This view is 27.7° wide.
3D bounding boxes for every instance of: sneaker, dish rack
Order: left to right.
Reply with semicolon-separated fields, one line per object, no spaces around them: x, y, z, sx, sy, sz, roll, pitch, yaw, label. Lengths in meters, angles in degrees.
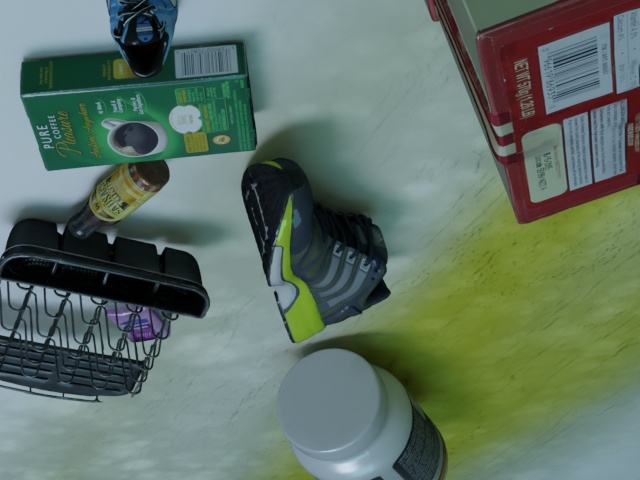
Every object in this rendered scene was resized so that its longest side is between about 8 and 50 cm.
-0.250;0.093;1.342;0.208;0.074;0.271;14;134;-19;dish rack
-0.125;-0.177;0.933;0.063;0.073;0.162;-5;151;-2;sneaker
0.000;0.000;1.268;0.121;0.111;0.300;-18;156;-1;sneaker

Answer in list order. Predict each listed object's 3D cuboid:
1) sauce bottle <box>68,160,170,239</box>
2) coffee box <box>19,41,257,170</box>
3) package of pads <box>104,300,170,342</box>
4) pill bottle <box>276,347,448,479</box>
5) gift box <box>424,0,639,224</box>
-0.190;-0.038;1.201;0.042;0.042;0.128;17;141;-36;sauce bottle
-0.148;-0.111;1.081;0.184;0.040;0.113;-6;151;-1;coffee box
-0.200;0.082;1.425;0.050;0.032;0.083;-9;151;9;package of pads
0.053;0.246;1.640;0.162;0.162;0.278;-15;149;14;pill bottle
0.148;-0.193;0.767;0.276;0.258;0.255;-16;151;1;gift box
